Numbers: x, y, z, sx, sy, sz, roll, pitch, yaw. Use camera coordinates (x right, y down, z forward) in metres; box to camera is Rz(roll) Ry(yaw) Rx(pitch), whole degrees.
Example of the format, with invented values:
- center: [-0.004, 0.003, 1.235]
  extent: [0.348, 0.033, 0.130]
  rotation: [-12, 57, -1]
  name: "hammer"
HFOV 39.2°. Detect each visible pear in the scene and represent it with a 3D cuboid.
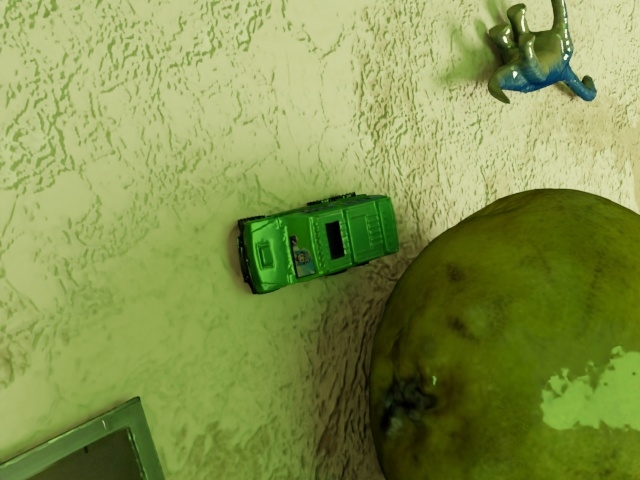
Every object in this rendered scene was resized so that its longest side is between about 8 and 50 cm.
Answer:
- center: [0.221, 0.130, 0.819]
  extent: [0.413, 0.352, 0.352]
  rotation: [1, 84, -52]
  name: "pear"

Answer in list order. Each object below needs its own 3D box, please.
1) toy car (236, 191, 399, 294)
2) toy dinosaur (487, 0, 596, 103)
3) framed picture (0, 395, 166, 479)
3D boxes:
- center: [0.000, 0.000, 0.796]
  extent: [0.165, 0.062, 0.071]
  rotation: [-15, 96, -43]
  name: "toy car"
- center: [0.267, -0.184, 1.071]
  extent: [0.188, 0.075, 0.248]
  rotation: [59, 45, -30]
  name: "toy dinosaur"
- center: [-0.179, 0.288, 0.625]
  extent: [0.231, 0.018, 0.293]
  rotation: [-22, 100, -42]
  name: "framed picture"
